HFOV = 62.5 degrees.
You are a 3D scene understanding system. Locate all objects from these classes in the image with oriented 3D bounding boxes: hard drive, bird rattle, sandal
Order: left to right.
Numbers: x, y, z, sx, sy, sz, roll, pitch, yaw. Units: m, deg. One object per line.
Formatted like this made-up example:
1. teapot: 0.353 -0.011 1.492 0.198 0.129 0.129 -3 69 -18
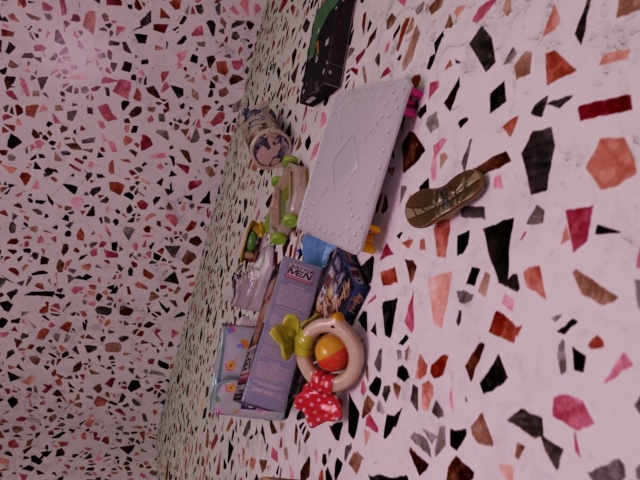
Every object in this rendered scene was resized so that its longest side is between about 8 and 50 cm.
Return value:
1. bird rattle: 0.003 0.271 1.170 0.206 0.143 0.254 -34 67 27
2. hard drive: 0.022 -0.627 1.710 0.237 0.064 0.340 174 106 -68
3. sandal: 0.223 -0.068 0.937 0.180 0.049 0.072 -28 57 45

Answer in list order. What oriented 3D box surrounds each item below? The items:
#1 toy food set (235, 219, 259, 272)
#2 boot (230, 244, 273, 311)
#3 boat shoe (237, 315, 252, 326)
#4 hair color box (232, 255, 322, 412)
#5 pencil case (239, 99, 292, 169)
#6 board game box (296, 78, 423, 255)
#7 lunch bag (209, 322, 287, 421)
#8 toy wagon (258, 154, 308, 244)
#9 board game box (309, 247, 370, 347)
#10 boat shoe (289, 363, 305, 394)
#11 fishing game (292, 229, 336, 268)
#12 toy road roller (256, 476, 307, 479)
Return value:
1. toy food set: -0.273 0.030 2.134 0.128 0.071 0.218 -49 -25 -84
2. boot: -0.256 0.134 1.939 0.095 0.123 0.259 -151 74 -68
3. boat shoe: -0.275 0.369 1.956 0.063 0.066 0.184 -28 52 50
4. hair color box: -0.114 0.248 1.386 0.185 0.113 0.375 135 153 -67
5. pencil case: -0.224 -0.422 2.099 0.410 0.159 0.184 -117 28 -59
6. board game box: 0.079 -0.183 1.299 0.390 0.050 0.391 25 99 65
7. lunch bag: -0.197 0.381 1.521 0.160 0.223 0.263 155 124 -73
8. toy wagon: -0.134 -0.118 1.841 0.344 0.068 0.268 128 147 -51
9. board game box: 0.036 0.157 1.295 0.165 0.042 0.244 -111 38 -54
10. boat shoe: -0.049 0.335 1.402 0.075 0.064 0.206 -81 14 -59
11. fishing game: 0.000 0.000 1.478 0.264 0.041 0.189 2 81 61
12. toy road roller: -0.008 0.575 0.993 0.241 0.202 0.330 -54 34 23
